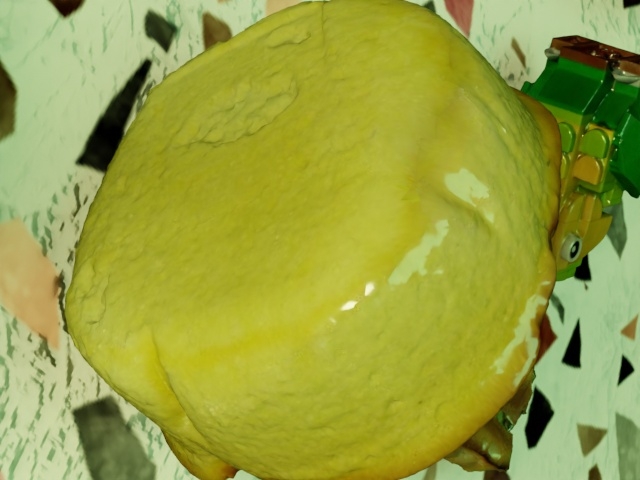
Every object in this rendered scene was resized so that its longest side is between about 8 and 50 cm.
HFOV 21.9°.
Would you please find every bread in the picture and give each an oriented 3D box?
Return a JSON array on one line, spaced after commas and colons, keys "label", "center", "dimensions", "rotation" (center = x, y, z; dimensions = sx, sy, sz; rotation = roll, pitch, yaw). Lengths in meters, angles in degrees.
[{"label": "bread", "center": [0.000, 0.000, 0.851], "dimensions": [0.148, 0.269, 0.270], "rotation": [46, 56, -40]}]

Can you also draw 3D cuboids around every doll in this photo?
[{"label": "doll", "center": [0.187, -0.059, 1.197], "dimensions": [0.186, 0.106, 0.134], "rotation": [-63, 149, -6]}]

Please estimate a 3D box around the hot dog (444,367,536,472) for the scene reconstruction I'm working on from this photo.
[{"label": "hot dog", "center": [0.058, 0.075, 1.064], "dimensions": [0.269, 0.072, 0.115], "rotation": [41, 58, -44]}]
